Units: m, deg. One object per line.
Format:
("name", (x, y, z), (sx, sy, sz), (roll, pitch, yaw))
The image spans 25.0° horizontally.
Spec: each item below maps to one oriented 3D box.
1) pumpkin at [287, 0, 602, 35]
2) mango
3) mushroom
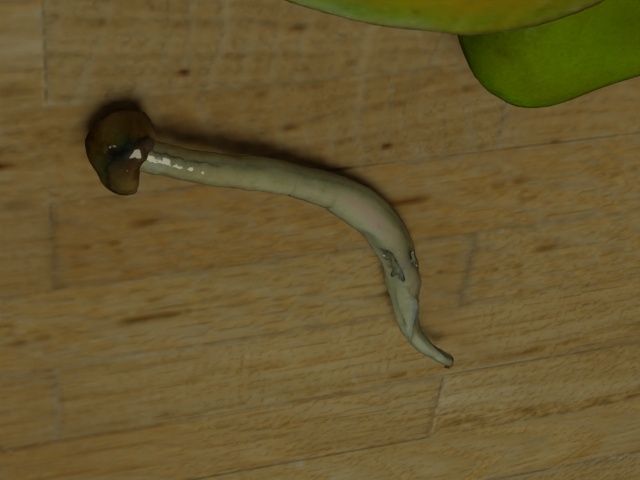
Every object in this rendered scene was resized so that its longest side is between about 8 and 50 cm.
("pumpkin", (0.052, -0.224, 0.487), (0.332, 0.199, 0.332), (-14, 136, -14))
("mango", (0.140, -0.131, 0.686), (0.163, 0.089, 0.117), (-27, 136, 4))
("mushroom", (0.000, -0.003, 0.791), (0.068, 0.043, 0.306), (-29, 140, 31))
